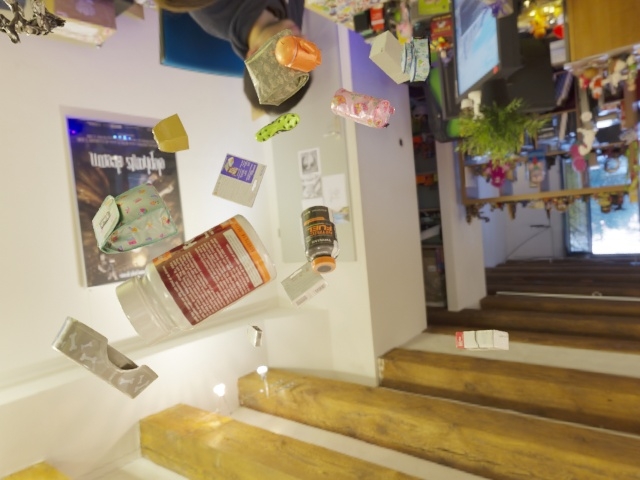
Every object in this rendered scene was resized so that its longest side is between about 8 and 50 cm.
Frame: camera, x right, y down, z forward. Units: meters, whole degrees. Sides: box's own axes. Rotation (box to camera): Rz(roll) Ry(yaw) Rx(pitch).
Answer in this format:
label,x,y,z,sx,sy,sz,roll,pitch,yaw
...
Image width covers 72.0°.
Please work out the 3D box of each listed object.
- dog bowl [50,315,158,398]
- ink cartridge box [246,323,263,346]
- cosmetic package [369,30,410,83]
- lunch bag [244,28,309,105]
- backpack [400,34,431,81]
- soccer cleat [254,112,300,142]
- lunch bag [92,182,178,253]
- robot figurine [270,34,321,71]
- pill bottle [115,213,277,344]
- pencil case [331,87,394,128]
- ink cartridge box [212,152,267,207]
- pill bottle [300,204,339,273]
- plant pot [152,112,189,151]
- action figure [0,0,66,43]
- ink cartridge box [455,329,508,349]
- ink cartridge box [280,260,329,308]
label,x,y,z,sx,sy,sz,roll,pitch,yaw
dog bowl,-0.698,0.386,1.417,0.349,0.348,0.102,-2,-133,47
ink cartridge box,-0.263,0.374,1.752,0.029,0.062,0.115,6,-176,-27
cosmetic package,0.359,-0.900,2.175,0.238,0.127,0.107,26,160,-36
lunch bag,-0.188,-0.820,2.098,0.287,0.235,0.169,-23,177,39
backpack,0.288,-0.545,1.341,0.084,0.114,0.105,-5,174,3
soccer cleat,-0.159,-0.408,1.582,0.179,0.060,0.072,-30,-154,-11
lunch bag,-0.691,-0.073,1.603,0.263,0.160,0.223,-27,-138,-19
robot figurine,-0.100,-0.807,1.900,0.220,0.128,0.158,1,-148,-36
pill bottle,-0.343,0.109,1.242,0.393,0.223,0.224,-30,-170,-14
pencil case,0.175,-0.569,1.890,0.124,0.124,0.284,-8,-152,-43
ink cartridge box,-0.359,-0.267,1.982,0.209,0.206,0.045,20,179,14
pill bottle,0.000,0.000,1.655,0.131,0.245,0.130,-6,149,-4
plant pot,-0.438,-0.305,1.281,0.083,0.081,0.081,-23,169,-19
action figure,-0.949,-0.727,1.421,0.164,0.140,0.275,7,-143,9
ink cartridge box,0.532,0.330,1.451,0.099,0.056,0.135,17,157,-36
ink cartridge box,-0.080,0.203,2.050,0.181,0.056,0.225,-37,-156,-4
